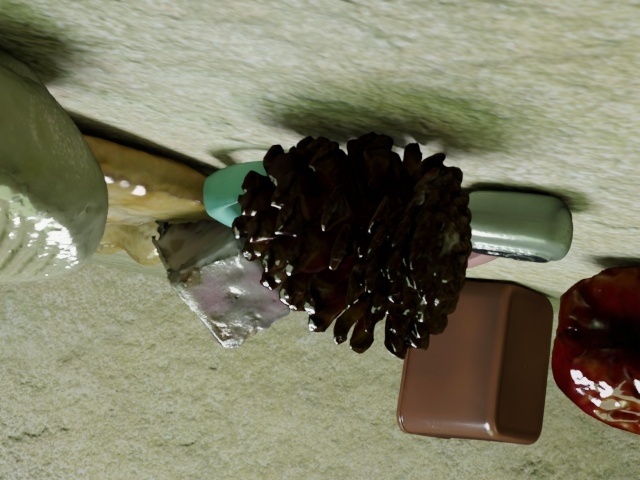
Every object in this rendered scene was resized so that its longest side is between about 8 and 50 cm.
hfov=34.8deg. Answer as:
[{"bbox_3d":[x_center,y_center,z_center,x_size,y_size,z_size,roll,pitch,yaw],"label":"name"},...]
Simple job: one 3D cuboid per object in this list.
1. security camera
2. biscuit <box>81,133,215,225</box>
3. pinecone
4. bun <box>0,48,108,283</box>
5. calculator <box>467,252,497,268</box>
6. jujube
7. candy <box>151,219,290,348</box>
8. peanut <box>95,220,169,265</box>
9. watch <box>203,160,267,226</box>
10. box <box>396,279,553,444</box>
[{"bbox_3d":[0.179,-0.029,1.345,0.301,0.080,0.157,10,173,19],"label":"security camera"},{"bbox_3d":[-0.421,-0.100,1.475,0.429,0.104,0.446,-1,169,41],"label":"biscuit"},{"bbox_3d":[0.034,-0.007,1.146,0.292,0.246,0.246,24,180,31],"label":"pinecone"},{"bbox_3d":[-0.396,-0.097,1.090,0.365,0.219,0.365,6,155,3],"label":"bun"},{"bbox_3d":[0.178,0.000,1.619,0.220,0.048,0.329,13,169,-11],"label":"calculator"},{"bbox_3d":[0.559,0.177,1.604,0.377,0.276,0.276,8,171,17],"label":"jujube"},{"bbox_3d":[-0.155,0.046,1.578,0.195,0.137,0.185,55,179,-30],"label":"candy"},{"bbox_3d":[-0.346,-0.017,1.917,0.263,0.117,0.101,9,151,27],"label":"peanut"},{"bbox_3d":[-0.055,-0.054,1.409,0.195,0.068,0.237,-1,166,19],"label":"watch"},{"bbox_3d":[0.335,0.256,2.164,0.229,0.339,0.239,-1,166,41],"label":"box"}]
